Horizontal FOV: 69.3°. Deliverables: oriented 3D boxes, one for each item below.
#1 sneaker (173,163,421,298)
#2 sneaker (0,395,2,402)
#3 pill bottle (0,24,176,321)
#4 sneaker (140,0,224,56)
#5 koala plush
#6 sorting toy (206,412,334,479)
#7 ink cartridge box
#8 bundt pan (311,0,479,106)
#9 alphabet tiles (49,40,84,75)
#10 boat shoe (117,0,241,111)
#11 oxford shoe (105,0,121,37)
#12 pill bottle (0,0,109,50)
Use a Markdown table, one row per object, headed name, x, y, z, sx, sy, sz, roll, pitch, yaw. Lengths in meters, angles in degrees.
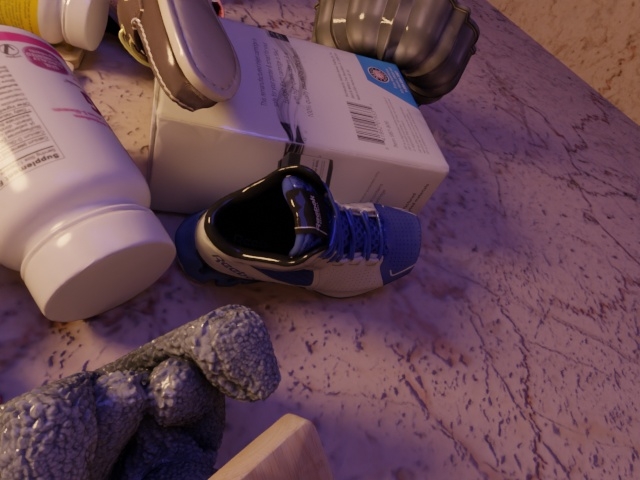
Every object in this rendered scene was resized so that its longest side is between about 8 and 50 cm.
| name | x | y | z | sx | sy | sz | roll | pitch | yaw |
| --- | --- | --- | --- | --- | --- | --- | --- | --- | --- |
| sneaker | -0.001 | 0.000 | 0.543 | 0.316 | 0.182 | 0.127 | 1 | 79 | -21 |
| sneaker | -0.294 | 0.152 | 0.379 | 0.057 | 0.047 | 0.119 | -18 | 59 | -25 |
| pill bottle | -0.284 | -0.067 | 0.485 | 0.160 | 0.160 | 0.283 | -26 | 74 | -41 |
| sneaker | -0.227 | -0.409 | 0.838 | 0.131 | 0.112 | 0.318 | -2 | 42 | 6 |
| koala plush | -0.120 | 0.194 | 0.358 | 0.196 | 0.203 | 0.221 | -22 | 84 | -40 |
| sorting toy | -0.038 | 0.285 | 0.251 | 0.256 | 0.090 | 0.256 | -28 | 105 | -41 |
| ink cartridge box | -0.050 | -0.174 | 0.707 | 0.396 | 0.166 | 0.285 | 7 | 48 | -22 |
| bundt pan | 0.128 | -0.365 | 0.907 | 0.331 | 0.331 | 0.124 | 19 | 84 | -10 |
| alphabet tiles | -0.517 | -0.297 | 0.686 | 0.285 | 0.021 | 0.277 | 10 | 47 | -19 |
| boat shoe | -0.177 | -0.255 | 0.533 | 0.117 | 0.097 | 0.324 | 36 | 29 | -56 |
| oxford shoe | -0.435 | -0.426 | 0.790 | 0.272 | 0.097 | 0.098 | 18 | 69 | -4 |
| pill bottle | -0.440 | -0.370 | 0.689 | 0.209 | 0.119 | 0.119 | 17 | 45 | -13 |
